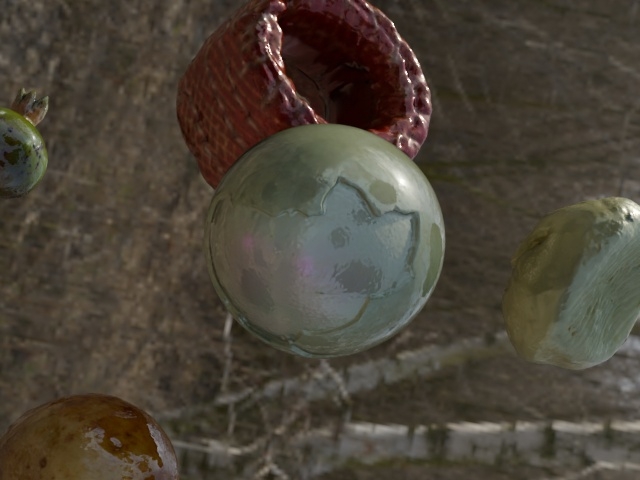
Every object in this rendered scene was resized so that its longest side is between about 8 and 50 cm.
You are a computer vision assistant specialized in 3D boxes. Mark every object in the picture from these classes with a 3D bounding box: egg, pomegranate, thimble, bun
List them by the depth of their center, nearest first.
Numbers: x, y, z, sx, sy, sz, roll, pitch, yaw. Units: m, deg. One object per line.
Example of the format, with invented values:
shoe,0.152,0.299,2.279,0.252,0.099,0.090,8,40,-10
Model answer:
pomegranate,-0.284,0.291,1.455,0.248,0.248,0.248,11,90,-87
egg,0.000,0.000,1.476,0.336,0.278,0.278,8,94,-65
bun,0.340,0.059,1.718,0.259,0.160,0.259,-27,131,-35
thimble,-0.026,-0.208,1.898,0.230,0.350,0.350,-33,-144,48
pomegranate,-0.511,-0.158,2.030,0.159,0.159,0.205,96,18,-60
